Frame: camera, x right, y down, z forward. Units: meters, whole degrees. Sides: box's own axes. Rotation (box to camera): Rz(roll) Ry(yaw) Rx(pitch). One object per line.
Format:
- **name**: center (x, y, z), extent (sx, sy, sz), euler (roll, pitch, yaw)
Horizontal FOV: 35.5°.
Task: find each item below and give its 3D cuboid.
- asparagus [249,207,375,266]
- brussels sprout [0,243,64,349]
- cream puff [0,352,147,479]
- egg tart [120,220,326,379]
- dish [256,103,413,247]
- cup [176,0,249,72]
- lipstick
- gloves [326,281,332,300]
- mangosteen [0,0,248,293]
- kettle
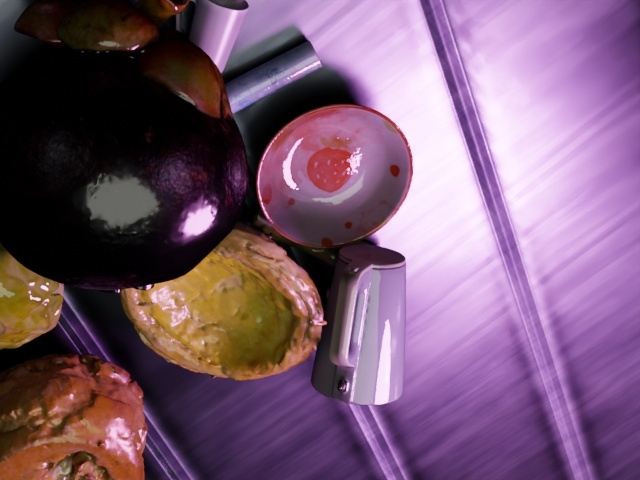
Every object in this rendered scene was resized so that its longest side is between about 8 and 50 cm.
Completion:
- **asparagus**: center (-0.001, 0.001, 1.717), extent (0.277, 0.060, 0.067), euler (24, 69, -23)
- **brussels sprout**: center (-0.512, 0.079, 1.559), extent (0.223, 0.161, 0.223), euler (-4, 118, -7)
- **cream puff**: center (-0.438, 0.340, 1.707), extent (0.327, 0.231, 0.343), euler (-32, 128, 8)
- **egg tart**: center (-0.155, 0.087, 1.651), extent (0.345, 0.132, 0.345), euler (6, 126, 9)
- **dish**: center (0.017, -0.119, 1.632), extent (0.260, 0.085, 0.260), euler (-6, 123, -10)
- **cup**: center (-0.169, -0.315, 1.465), extent (0.104, 0.074, 0.116), euler (23, 121, -1)
- **lipstick**: center (-0.076, -0.252, 1.539), extent (0.158, 0.048, 0.048), euler (-27, 125, 2)
- **gloves**: center (0.068, 0.162, 1.823), extent (0.119, 0.097, 0.229), euler (-27, 117, -23)
- **mangosteen**: center (-0.287, -0.143, 1.364), extent (0.382, 0.382, 0.435), euler (-5, 111, -13)
- **kettle**: center (0.061, 0.140, 1.655), extent (0.160, 0.210, 0.243), euler (12, 108, 23)
